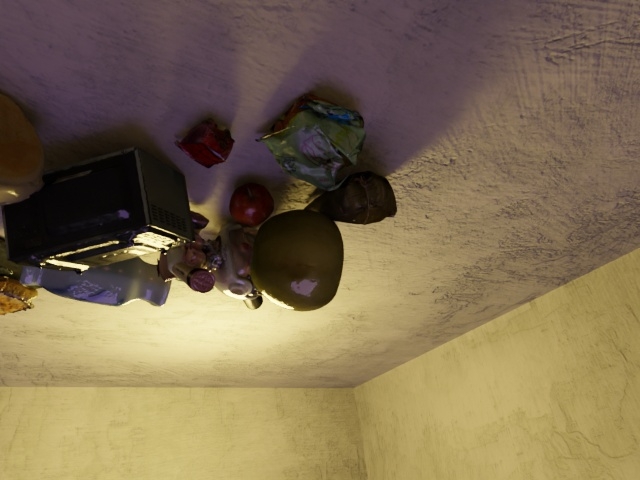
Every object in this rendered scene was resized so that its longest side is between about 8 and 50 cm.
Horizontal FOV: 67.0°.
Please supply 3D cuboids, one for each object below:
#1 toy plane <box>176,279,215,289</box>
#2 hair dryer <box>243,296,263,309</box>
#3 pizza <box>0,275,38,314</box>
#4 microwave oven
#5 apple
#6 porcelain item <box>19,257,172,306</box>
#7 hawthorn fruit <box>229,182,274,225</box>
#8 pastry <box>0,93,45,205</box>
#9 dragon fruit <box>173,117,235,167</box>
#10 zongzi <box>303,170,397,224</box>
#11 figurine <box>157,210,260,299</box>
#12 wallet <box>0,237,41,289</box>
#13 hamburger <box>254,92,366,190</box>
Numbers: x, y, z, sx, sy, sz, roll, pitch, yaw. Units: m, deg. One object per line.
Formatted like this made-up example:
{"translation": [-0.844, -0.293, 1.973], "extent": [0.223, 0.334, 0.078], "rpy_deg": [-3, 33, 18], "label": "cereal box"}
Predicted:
{"translation": [-0.457, 0.141, 1.781], "extent": [0.235, 0.060, 0.096], "rpy_deg": [16, 150, -31], "label": "toy plane"}
{"translation": [-0.201, 0.178, 1.918], "extent": [0.249, 0.077, 0.195], "rpy_deg": [-17, 150, -4], "label": "hair dryer"}
{"translation": [-1.140, 0.161, 1.580], "extent": [0.393, 0.080, 0.434], "rpy_deg": [2, 153, 3], "label": "pizza"}
{"translation": [-0.532, -0.052, 1.190], "extent": [0.356, 0.218, 0.286], "rpy_deg": [-13, 171, 6], "label": "microwave oven"}
{"translation": [-0.063, 0.055, 1.368], "extent": [0.255, 0.291, 0.291], "rpy_deg": [9, 148, -4], "label": "apple"}
{"translation": [-0.679, 0.107, 1.487], "extent": [0.406, 0.178, 0.243], "rpy_deg": [13, 170, -28], "label": "porcelain item"}
{"translation": [-0.190, -0.101, 1.349], "extent": [0.125, 0.125, 0.140], "rpy_deg": [10, 178, -29], "label": "hawthorn fruit"}
{"translation": [-0.681, -0.190, 0.966], "extent": [0.133, 0.264, 0.265], "rpy_deg": [-27, 146, 25], "label": "pastry"}
{"translation": [-0.262, -0.239, 1.152], "extent": [0.147, 0.096, 0.102], "rpy_deg": [5, 157, 48], "label": "dragon fruit"}
{"translation": [0.047, -0.106, 1.345], "extent": [0.300, 0.145, 0.274], "rpy_deg": [-8, 178, 16], "label": "zongzi"}
{"translation": [-0.293, 0.054, 1.502], "extent": [0.362, 0.252, 0.211], "rpy_deg": [10, 163, -40], "label": "figurine"}
{"translation": [-0.979, 0.073, 1.540], "extent": [0.169, 0.044, 0.317], "rpy_deg": [-16, 149, 16], "label": "wallet"}
{"translation": [0.002, -0.214, 1.189], "extent": [0.261, 0.150, 0.276], "rpy_deg": [-20, 149, 22], "label": "hamburger"}
